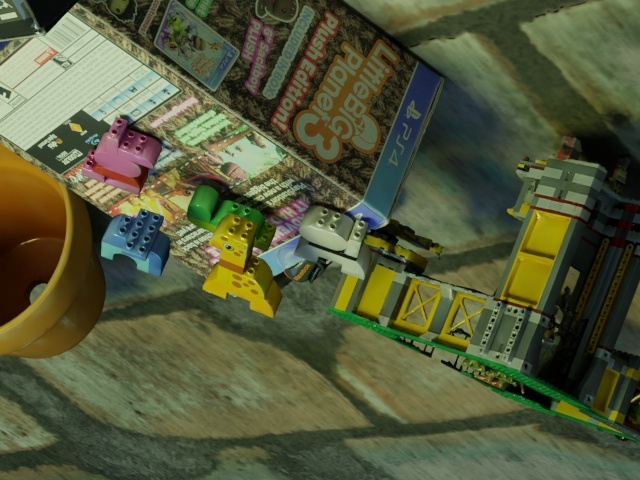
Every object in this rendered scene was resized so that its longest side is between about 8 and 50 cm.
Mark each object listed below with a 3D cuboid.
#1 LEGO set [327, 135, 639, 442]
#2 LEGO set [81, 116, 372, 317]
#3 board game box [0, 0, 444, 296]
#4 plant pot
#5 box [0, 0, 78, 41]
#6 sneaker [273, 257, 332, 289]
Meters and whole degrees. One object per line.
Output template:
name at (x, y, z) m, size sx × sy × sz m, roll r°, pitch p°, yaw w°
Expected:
LEGO set at (0.186, 0.027, 1.510) m, size 0.331 × 0.192 × 0.255 m, roll 27°, pitch 172°, yaw -35°
LEGO set at (-0.076, -0.013, 1.378) m, size 0.227 × 0.087 × 0.093 m, roll 20°, pitch 151°, yaw 3°
board game box at (-0.099, -0.113, 1.462) m, size 0.291 × 0.141 × 0.232 m, roll 35°, pitch 149°, yaw -20°
plant pot at (-0.293, 0.025, 1.794) m, size 0.205 × 0.205 × 0.188 m, roll 11°, pitch 165°, yaw 20°
box at (-0.349, -0.249, 1.117) m, size 0.395 × 0.097 × 0.318 m, roll -4°, pitch 127°, yaw 38°
sneaker at (0.000, 0.000, 1.647) m, size 0.072 × 0.077 × 0.178 m, roll 30°, pitch 149°, yaw -14°
